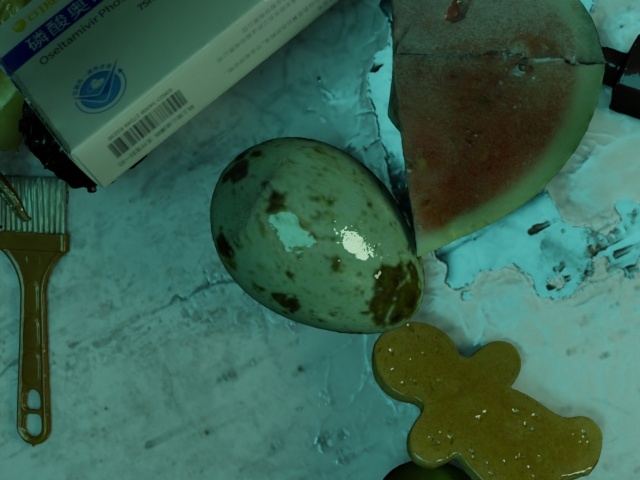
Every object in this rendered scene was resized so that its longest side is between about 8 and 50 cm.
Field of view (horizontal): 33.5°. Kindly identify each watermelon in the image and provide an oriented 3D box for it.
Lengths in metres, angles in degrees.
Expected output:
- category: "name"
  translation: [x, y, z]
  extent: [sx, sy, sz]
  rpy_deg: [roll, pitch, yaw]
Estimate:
- category: "watermelon"
  translation: [0.128, -0.140, 0.977]
  extent: [0.256, 0.176, 0.260]
  rpy_deg: [35, 142, 41]

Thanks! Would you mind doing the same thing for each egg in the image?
- category: "egg"
  translation: [0.000, 0.000, 1.028]
  extent: [0.231, 0.169, 0.169]
  rpy_deg: [37, 104, 2]

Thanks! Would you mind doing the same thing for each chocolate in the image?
- category: "chocolate"
  translation: [-0.234, -0.108, 1.087]
  extent: [0.156, 0.133, 0.156]
  rpy_deg: [-4, 115, -9]

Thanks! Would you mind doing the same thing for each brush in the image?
- category: "brush"
  translation: [-0.329, 0.082, 1.218]
  extent: [0.090, 0.017, 0.314]
  rpy_deg: [3, 95, 17]

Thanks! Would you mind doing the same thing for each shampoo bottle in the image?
- category: "shampoo bottle"
  translation: [0.321, -0.135, 0.972]
  extent: [0.236, 0.067, 0.068]
  rpy_deg: [25, 88, 16]

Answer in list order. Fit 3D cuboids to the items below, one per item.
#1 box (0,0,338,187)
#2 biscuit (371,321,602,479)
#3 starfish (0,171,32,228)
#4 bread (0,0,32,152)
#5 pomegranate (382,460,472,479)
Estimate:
- category: "box"
  translation: [-0.134, -0.227, 1.016]
  extent: [0.343, 0.065, 0.200]
  rpy_deg: [-40, 57, -5]
- category: "biscuit"
  translation: [0.149, 0.169, 1.021]
  extent: [0.240, 0.035, 0.158]
  rpy_deg: [40, 61, 17]
- category: "starfish"
  translation: [-0.392, -0.099, 1.126]
  extent: [0.213, 0.238, 0.057]
  rpy_deg: [29, 64, 29]
- category: "bread"
  translation: [-0.350, -0.192, 1.168]
  extent: [0.134, 0.085, 0.173]
  rpy_deg: [39, 105, 9]
- category: "pomegranate"
  translation: [0.123, 0.272, 1.040]
  extent: [0.159, 0.129, 0.129]
  rpy_deg: [-11, 90, -25]
